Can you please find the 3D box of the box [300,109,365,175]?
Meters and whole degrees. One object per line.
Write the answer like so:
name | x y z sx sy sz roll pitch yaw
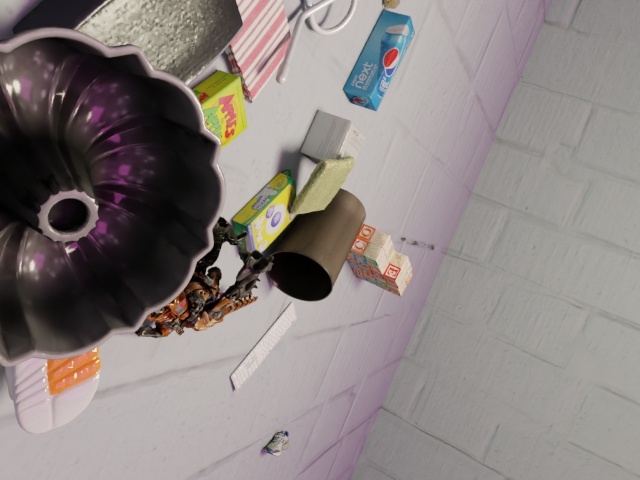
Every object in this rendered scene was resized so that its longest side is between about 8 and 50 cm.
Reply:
box | 0.029 -0.206 1.146 0.102 0.087 0.101 -67 156 1

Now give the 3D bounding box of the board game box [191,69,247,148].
board game box | -0.183 -0.163 0.781 0.181 0.043 0.092 -49 152 -34

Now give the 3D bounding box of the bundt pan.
bundt pan | -0.267 -0.047 0.528 0.331 0.124 0.331 -23 130 -31

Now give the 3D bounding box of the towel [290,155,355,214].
towel | 0.003 -0.111 1.088 0.110 0.027 0.148 -15 148 -49

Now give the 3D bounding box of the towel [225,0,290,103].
towel | -0.103 -0.329 0.819 0.144 0.029 0.197 -59 157 -22

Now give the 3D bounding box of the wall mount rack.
wall mount rack | -0.001 -0.426 0.819 0.304 0.130 0.350 -38 148 -14

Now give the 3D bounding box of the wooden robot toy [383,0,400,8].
wooden robot toy | 0.172 -0.570 1.116 0.076 0.079 0.173 -44 148 -42

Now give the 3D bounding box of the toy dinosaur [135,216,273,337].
toy dinosaur | -0.202 0.074 0.902 0.218 0.164 0.322 -53 177 6

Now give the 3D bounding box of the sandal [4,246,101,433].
sandal | -0.340 0.099 0.661 0.102 0.076 0.265 -7 99 -47

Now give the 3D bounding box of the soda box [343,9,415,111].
soda box | 0.134 -0.405 1.204 0.210 0.071 0.067 -64 158 -4

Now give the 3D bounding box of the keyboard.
keyboard | -0.137 0.263 1.339 0.256 0.014 0.072 -49 152 -35

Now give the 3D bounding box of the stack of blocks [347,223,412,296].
stack of blocks | 0.173 0.059 1.617 0.087 0.171 0.297 -61 156 -13

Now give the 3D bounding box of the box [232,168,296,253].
box | -0.100 -0.055 1.074 0.179 0.043 0.105 -52 154 -34

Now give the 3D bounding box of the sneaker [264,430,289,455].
sneaker | -0.134 0.630 1.674 0.135 0.052 0.058 12 91 -74

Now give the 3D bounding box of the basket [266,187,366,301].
basket | 0.000 0.000 1.209 0.227 0.154 0.204 -58 -170 -33

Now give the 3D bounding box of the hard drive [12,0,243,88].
hard drive | -0.198 -0.245 0.622 0.254 0.054 0.172 -49 152 -21
